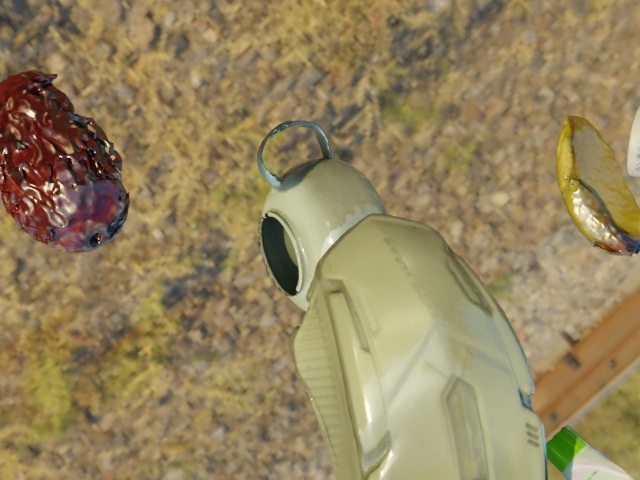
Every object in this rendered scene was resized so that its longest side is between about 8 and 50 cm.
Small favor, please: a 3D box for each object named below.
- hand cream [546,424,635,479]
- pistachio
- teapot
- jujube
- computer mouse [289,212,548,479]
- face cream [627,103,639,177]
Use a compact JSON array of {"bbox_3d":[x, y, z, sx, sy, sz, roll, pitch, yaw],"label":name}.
[{"bbox_3d":[0.383,0.337,1.464,0.050,0.275,0.079,-37,156,-18],"label":"hand cream"},{"bbox_3d":[0.295,-0.054,1.332,0.089,0.173,0.049,-3,154,-39],"label":"pistachio"},{"bbox_3d":[0.000,0.000,1.438,0.129,0.294,0.193,-18,-177,-26],"label":"teapot"},{"bbox_3d":[-0.229,-0.062,1.007,0.104,0.166,0.104,-32,159,-14],"label":"jujube"},{"bbox_3d":[0.117,0.177,1.269,0.228,0.429,0.145,-16,-179,-19],"label":"computer mouse"},{"bbox_3d":[0.419,-0.077,1.129,0.077,0.250,0.077,-39,135,-54],"label":"face cream"}]
